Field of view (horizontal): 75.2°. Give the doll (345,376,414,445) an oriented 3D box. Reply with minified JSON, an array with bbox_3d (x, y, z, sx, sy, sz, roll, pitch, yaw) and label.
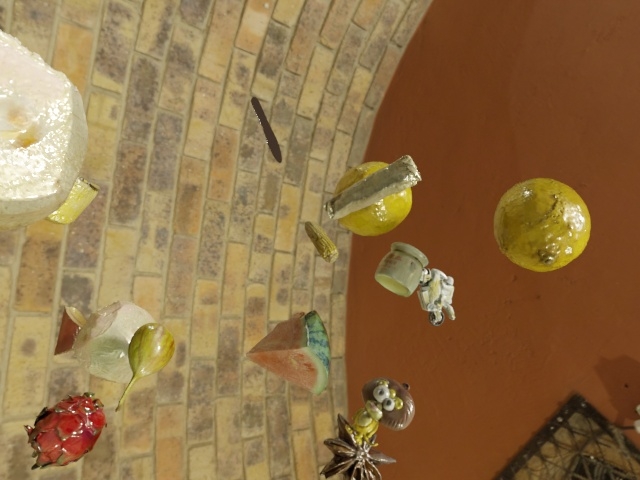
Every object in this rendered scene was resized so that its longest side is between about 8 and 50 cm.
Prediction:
[{"bbox_3d":[0.157,0.435,1.052,0.145,0.096,0.188,15,-125,31],"label":"doll"}]

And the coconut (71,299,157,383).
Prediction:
[{"bbox_3d":[-0.462,0.236,0.963,0.194,0.194,0.195,-14,-108,51],"label":"coconut"}]

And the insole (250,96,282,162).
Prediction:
[{"bbox_3d":[-0.249,-0.514,1.948,0.007,0.109,0.323,-14,-67,24],"label":"insole"}]

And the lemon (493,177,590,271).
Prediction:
[{"bbox_3d":[0.626,-0.041,1.191,0.253,0.253,0.311,-36,-158,43],"label":"lemon"}]

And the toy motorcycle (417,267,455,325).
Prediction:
[{"bbox_3d":[0.417,0.187,1.485,0.229,0.151,0.074,67,-15,-3],"label":"toy motorcycle"}]

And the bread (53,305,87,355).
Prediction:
[{"bbox_3d":[-0.936,0.353,1.581,0.067,0.119,0.193,-108,-151,-86],"label":"bread"}]

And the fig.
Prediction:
[{"bbox_3d":[-0.332,0.245,0.809,0.093,0.093,0.166,-43,-138,39],"label":"fig"}]

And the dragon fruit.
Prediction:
[{"bbox_3d":[-0.808,0.613,1.321,0.193,0.192,0.274,27,-112,19],"label":"dragon fruit"}]

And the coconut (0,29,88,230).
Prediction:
[{"bbox_3d":[-0.713,-0.202,0.867,0.404,0.404,0.406,-14,-108,51],"label":"coconut"}]

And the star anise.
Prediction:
[{"bbox_3d":[0.146,0.821,1.610,0.108,0.314,0.316,129,-44,-60],"label":"star anise"}]

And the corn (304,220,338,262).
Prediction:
[{"bbox_3d":[0.000,0.000,2.110,0.097,0.096,0.320,-62,-143,23],"label":"corn"}]

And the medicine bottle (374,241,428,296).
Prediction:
[{"bbox_3d":[0.276,0.096,1.414,0.147,0.147,0.143,7,-121,53],"label":"medicine bottle"}]

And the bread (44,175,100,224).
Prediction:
[{"bbox_3d":[-0.753,-0.143,1.182,0.170,0.197,0.197,-48,-144,-13],"label":"bread"}]

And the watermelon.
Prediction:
[{"bbox_3d":[-0.075,0.404,1.443,0.292,0.283,0.250,-36,-118,-11],"label":"watermelon"}]

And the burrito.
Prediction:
[{"bbox_3d":[0.134,-0.132,1.120,0.275,0.059,0.082,-27,-89,19],"label":"burrito"}]

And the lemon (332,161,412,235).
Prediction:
[{"bbox_3d":[0.172,-0.138,1.416,0.283,0.260,0.261,-12,-107,36],"label":"lemon"}]
